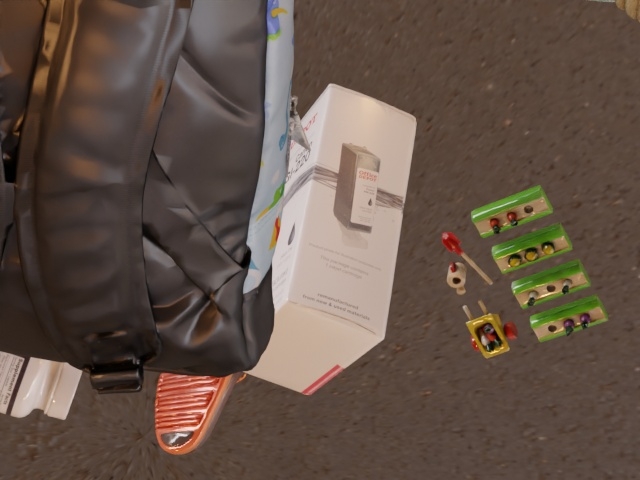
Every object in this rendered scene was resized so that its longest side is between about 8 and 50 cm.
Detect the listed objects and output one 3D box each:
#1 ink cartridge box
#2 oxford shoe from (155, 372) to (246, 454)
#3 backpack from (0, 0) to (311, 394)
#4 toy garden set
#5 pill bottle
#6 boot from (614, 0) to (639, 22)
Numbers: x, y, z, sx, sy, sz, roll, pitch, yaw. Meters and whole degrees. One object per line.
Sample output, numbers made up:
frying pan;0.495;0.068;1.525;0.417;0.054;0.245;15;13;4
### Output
ink cartridge box;0.000;0.000;1.013;0.092;0.158;0.218;22;58;-15
oxford shoe;-0.116;0.150;1.396;0.097;0.098;0.271;-7;44;28
backpack;-0.142;-0.120;0.612;0.290;0.355;0.273;7;52;-1
toy garden set;0.277;0.063;1.715;0.204;0.049;0.244;-21;116;24
pill bottle;-0.396;0.156;1.456;0.193;0.108;0.108;20;78;-10
boot;0.246;-0.317;1.006;0.203;0.262;0.095;40;63;22
